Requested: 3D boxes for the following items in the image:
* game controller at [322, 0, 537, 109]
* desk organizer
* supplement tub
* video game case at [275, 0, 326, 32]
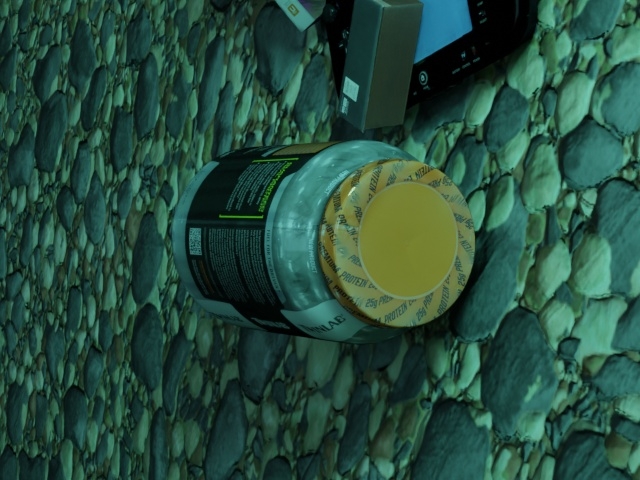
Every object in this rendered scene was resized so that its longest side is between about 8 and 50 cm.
[{"bbox_3d":[0.100,-0.222,1.559,0.319,0.067,0.166,-25,63,57],"label":"game controller"},{"bbox_3d":[0.058,-0.175,1.547,0.047,0.050,0.130,40,131,45],"label":"desk organizer"},{"bbox_3d":[0.000,0.000,1.562,0.316,0.194,0.193,3,87,61],"label":"supplement tub"},{"bbox_3d":[-0.021,-0.358,1.700,0.210,0.042,0.232,50,143,-4],"label":"video game case"}]
